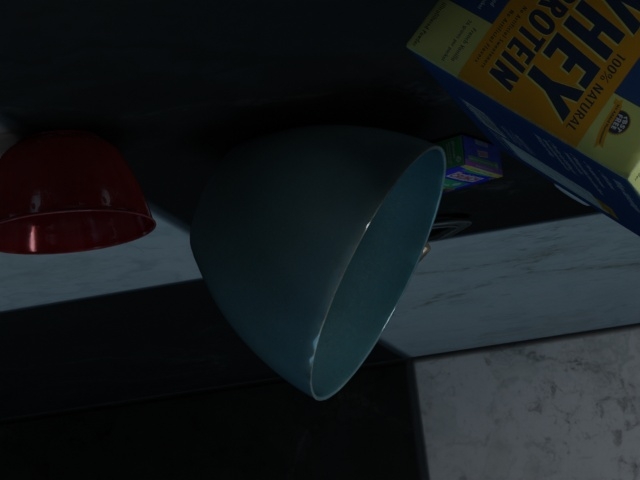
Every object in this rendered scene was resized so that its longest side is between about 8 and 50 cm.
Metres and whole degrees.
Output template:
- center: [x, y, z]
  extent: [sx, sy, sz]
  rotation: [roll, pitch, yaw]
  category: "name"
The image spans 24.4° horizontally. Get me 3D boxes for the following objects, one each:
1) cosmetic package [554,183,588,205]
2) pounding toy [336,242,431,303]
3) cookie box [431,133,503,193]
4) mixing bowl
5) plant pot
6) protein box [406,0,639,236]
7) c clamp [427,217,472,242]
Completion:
- center: [0.316, -0.100, 1.244]
  extent: [0.231, 0.117, 0.085]
  rotation: [-6, 166, 30]
  category: "cosmetic package"
- center: [-0.010, -0.005, 1.727]
  extent: [0.206, 0.181, 0.094]
  rotation: [-31, 172, -16]
  category: "pounding toy"
- center: [0.143, -0.085, 1.717]
  extent: [0.107, 0.040, 0.092]
  rotation: [-16, 164, 33]
  category: "cookie box"
- center: [-0.261, -0.053, 1.498]
  extent: [0.181, 0.098, 0.181]
  rotation: [-7, 169, -1]
  category: "mixing bowl"
- center: [-0.020, -0.004, 1.554]
  extent: [0.195, 0.290, 0.290]
  rotation: [25, 176, 16]
  category: "plant pot"
- center: [0.208, -0.110, 1.071]
  extent: [0.201, 0.136, 0.200]
  rotation: [36, 180, 33]
  category: "protein box"
- center: [0.137, -0.007, 2.118]
  extent: [0.137, 0.022, 0.161]
  rotation: [-1, 167, -24]
  category: "c clamp"
